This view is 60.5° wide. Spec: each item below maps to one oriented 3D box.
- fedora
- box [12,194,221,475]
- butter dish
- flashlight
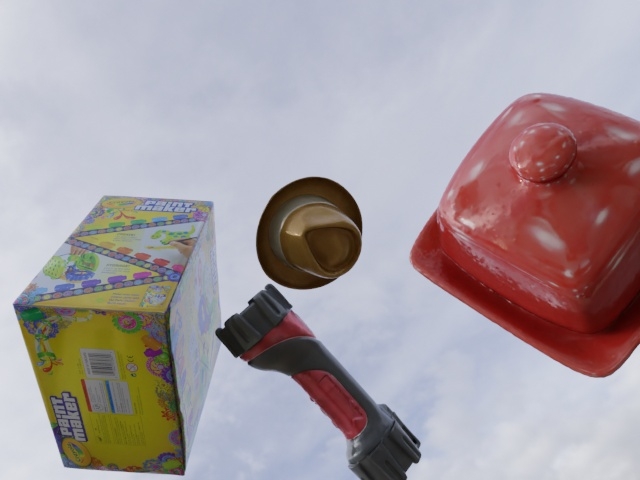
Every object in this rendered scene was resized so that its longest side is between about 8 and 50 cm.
[{"bbox_3d":[0.000,0.000,0.816,0.195,0.079,0.194,-12,-67,-29],"label":"fedora"},{"bbox_3d":[-0.258,0.127,0.798,0.177,0.279,0.289,3,-59,1],"label":"box"},{"bbox_3d":[0.142,-0.028,0.336,0.159,0.160,0.118,-52,-36,-4],"label":"butter dish"},{"bbox_3d":[-0.003,0.199,0.722,0.103,0.103,0.304,-41,-90,11],"label":"flashlight"}]
